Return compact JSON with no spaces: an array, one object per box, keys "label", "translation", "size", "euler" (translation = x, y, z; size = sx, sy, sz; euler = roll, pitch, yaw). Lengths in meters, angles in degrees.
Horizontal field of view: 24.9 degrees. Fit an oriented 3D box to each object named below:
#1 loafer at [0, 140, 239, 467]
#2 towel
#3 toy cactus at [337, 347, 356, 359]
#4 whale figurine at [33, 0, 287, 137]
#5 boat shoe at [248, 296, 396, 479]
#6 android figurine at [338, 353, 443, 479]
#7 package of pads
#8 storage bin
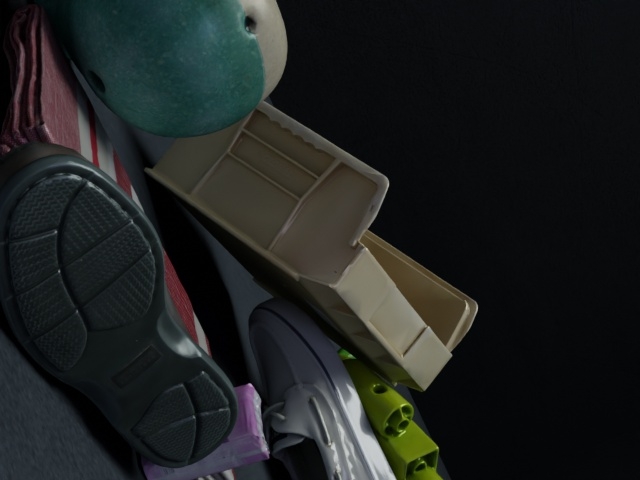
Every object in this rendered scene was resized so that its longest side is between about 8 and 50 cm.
[{"label":"loafer","translation":[-0.133,0.037,0.854],"size":[0.084,0.096,0.267],"euler":[46,-14,43]},{"label":"towel","translation":[-0.147,0.009,1.060],"size":[0.237,0.037,0.329],"euler":[-109,176,-61]},{"label":"toy cactus","translation":[-0.001,0.141,1.786],"size":[0.180,0.112,0.219],"euler":[52,21,-35]},{"label":"whale figurine","translation":[-0.153,-0.164,1.129],"size":[0.272,0.141,0.216],"euler":[13,-43,45]},{"label":"boat shoe","translation":[-0.015,0.183,1.406],"size":[0.096,0.088,0.268],"euler":[-40,-108,54]},{"label":"android figurine","translation":[0.045,0.228,1.491],"size":[0.273,0.056,0.248],"euler":[43,-37,38]},{"label":"package of pads","translation":[-0.077,0.130,0.959],"size":[0.050,0.083,0.032],"euler":[-103,175,-48]},{"label":"storage bin","translation":[0.000,0.000,1.416],"size":[0.260,0.123,0.262],"euler":[34,-10,35]}]
